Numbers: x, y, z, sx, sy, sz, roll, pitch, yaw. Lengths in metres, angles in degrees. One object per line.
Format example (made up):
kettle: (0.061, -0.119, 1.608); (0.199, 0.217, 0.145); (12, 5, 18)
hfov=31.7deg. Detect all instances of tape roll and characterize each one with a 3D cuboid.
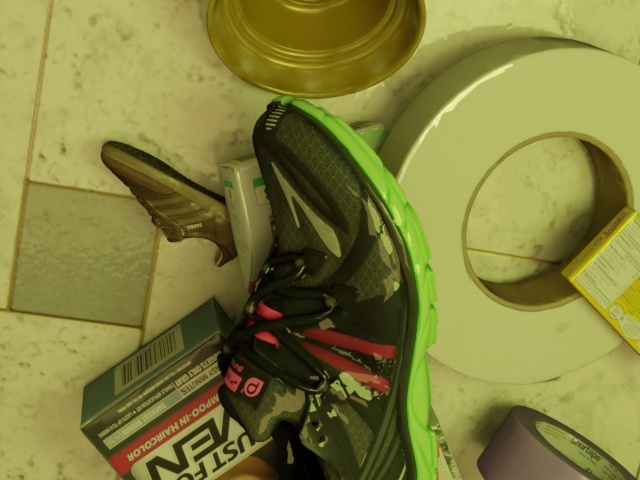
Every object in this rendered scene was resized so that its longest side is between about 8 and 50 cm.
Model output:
tape roll: (0.282, 0.279, 1.311); (0.189, 0.189, 0.080); (29, 101, -16)
tape roll: (0.238, -0.027, 1.243); (0.392, 0.072, 0.392); (-7, 113, -16)

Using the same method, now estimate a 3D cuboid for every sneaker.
sneaker: (-0.160, -0.035, 1.205); (0.188, 0.066, 0.071); (30, 98, -16)
sneaker: (-0.003, 0.099, 1.111); (0.202, 0.185, 0.483); (-15, 105, -25)

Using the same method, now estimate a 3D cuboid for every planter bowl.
planter bowl: (-0.005, -0.248, 1.134); (0.217, 0.090, 0.217); (-1, 145, -1)

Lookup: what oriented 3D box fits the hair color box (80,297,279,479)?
hair color box: (-0.086, 0.273, 1.288); (0.185, 0.113, 0.374); (-35, 110, 2)

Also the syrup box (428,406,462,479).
syrup box: (0.129, 0.310, 1.344); (0.093, 0.096, 0.237); (-23, 109, 0)

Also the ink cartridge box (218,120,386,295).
ink cartridge box: (0.000, 0.000, 1.225); (0.181, 0.056, 0.225); (-19, 108, -23)

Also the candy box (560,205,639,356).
candy box: (0.366, 0.063, 1.266); (0.105, 0.027, 0.206); (-47, 118, 1)
